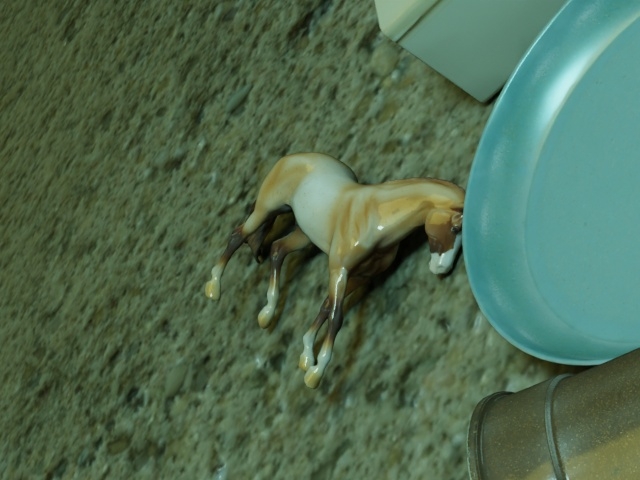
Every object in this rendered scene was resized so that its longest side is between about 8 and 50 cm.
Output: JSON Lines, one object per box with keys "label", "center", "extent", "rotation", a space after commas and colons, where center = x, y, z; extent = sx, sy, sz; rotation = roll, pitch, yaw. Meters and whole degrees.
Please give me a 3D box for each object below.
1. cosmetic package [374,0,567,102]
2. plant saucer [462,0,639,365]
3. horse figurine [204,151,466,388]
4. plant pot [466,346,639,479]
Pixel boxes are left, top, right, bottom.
{"label": "cosmetic package", "center": [0.176, -0.261, 1.121], "extent": [0.309, 0.113, 0.160], "rotation": [-43, 35, 28]}
{"label": "plant saucer", "center": [0.214, -0.063, 0.965], "extent": [0.317, 0.044, 0.317], "rotation": [-35, 39, 35]}
{"label": "horse figurine", "center": [0.000, 0.000, 1.198], "extent": [0.174, 0.066, 0.263], "rotation": [-62, 33, 6]}
{"label": "plant pot", "center": [0.184, 0.111, 0.759], "extent": [0.165, 0.167, 0.167], "rotation": [-33, 39, 25]}
